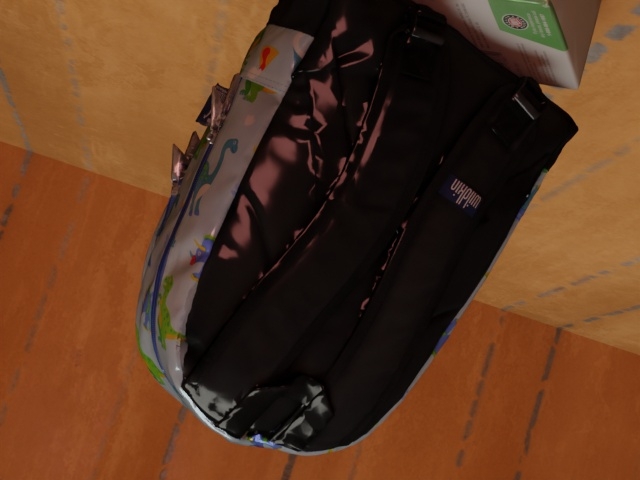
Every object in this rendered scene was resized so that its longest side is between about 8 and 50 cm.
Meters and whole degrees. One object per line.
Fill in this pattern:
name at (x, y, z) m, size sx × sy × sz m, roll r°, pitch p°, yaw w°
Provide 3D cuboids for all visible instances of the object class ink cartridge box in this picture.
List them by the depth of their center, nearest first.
ink cartridge box at (0.106, -0.206, 1.008) m, size 0.213 × 0.093 × 0.154 m, roll 11°, pitch 167°, yaw 24°

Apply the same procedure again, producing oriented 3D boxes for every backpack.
backpack at (0.000, 0.000, 1.023) m, size 0.290 × 0.355 × 0.273 m, roll 25°, pitch 168°, yaw -32°
